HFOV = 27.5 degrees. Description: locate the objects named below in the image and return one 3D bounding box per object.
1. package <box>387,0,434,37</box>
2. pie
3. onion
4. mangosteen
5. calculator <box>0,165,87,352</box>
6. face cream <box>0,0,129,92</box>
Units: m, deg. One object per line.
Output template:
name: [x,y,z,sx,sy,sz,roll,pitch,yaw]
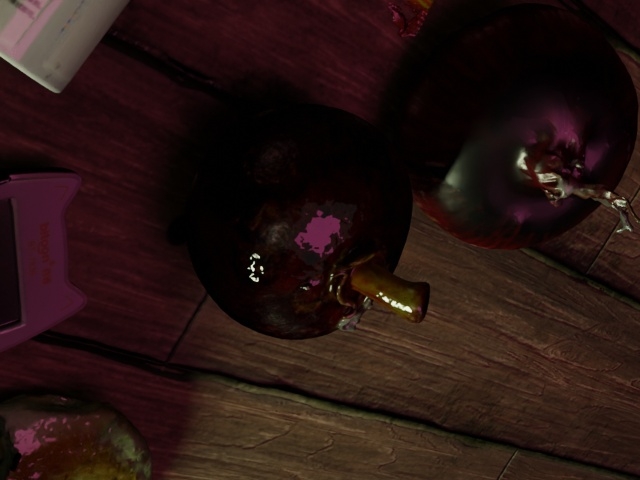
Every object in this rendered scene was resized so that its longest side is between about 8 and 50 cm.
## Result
package: [0.086,-0.348,1.181,0.223,0.108,0.288,26,105,-39]
pie: [-0.295,0.278,1.317,0.302,0.067,0.302,-26,136,-29]
onion: [0.220,-0.104,1.390,0.273,0.285,0.273,-9,123,-15]
mangosteen: [0.000,0.000,1.243,0.235,0.261,0.235,-29,138,-29]
calculator: [-0.339,0.037,1.108,0.294,0.043,0.194,-20,133,-30]
face cream: [-0.139,-0.295,0.961,0.370,0.145,0.145,-52,142,1]
